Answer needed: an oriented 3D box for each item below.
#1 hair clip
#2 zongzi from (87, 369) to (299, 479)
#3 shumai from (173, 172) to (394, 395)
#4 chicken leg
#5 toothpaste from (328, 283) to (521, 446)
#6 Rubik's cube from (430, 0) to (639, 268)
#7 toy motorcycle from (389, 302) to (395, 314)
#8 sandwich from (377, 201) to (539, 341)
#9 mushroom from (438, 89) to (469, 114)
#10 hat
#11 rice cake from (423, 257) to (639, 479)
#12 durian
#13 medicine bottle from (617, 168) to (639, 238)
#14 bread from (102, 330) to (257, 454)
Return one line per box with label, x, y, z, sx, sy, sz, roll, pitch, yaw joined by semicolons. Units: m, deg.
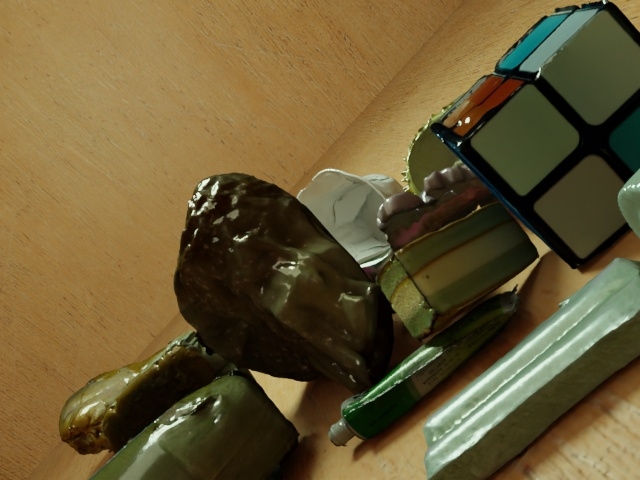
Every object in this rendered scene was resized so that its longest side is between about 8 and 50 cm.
hair clip;0.120;-0.006;0.938;0.173;0.069;0.300;-3;-38;-49
zongzi;-0.207;0.332;0.890;0.356;0.174;0.393;-48;3;-25
shumai;-0.009;0.057;0.885;0.283;0.346;0.217;3;44;39
chicken leg;-0.440;0.384;1.748;0.409;0.182;0.295;-35;14;-23
toothpaste;0.101;0.129;0.709;0.248;0.047;0.078;-42;-3;19
Rubik's cube;0.236;-0.107;0.691;0.180;0.167;0.183;-45;12;9
toy motorcycle;0.134;0.045;0.821;0.106;0.074;0.190;-41;7;-17
sandwich;0.145;0.015;0.673;0.163;0.079;0.113;-31;-12;-12
mushroom;0.266;-0.208;1.157;0.247;0.108;0.096;-38;54;50
hat;0.074;-0.037;1.155;0.126;0.203;0.203;-26;-9;-48
rice cake;0.167;0.103;0.541;0.226;0.040;0.085;-45;11;15
durian;0.204;-0.111;1.039;0.252;0.144;0.139;-41;33;5
medicine bottle;0.314;-0.089;0.336;0.318;0.158;0.158;-46;10;4
bread;-0.184;0.251;0.989;0.210;0.192;0.110;-42;0;14
